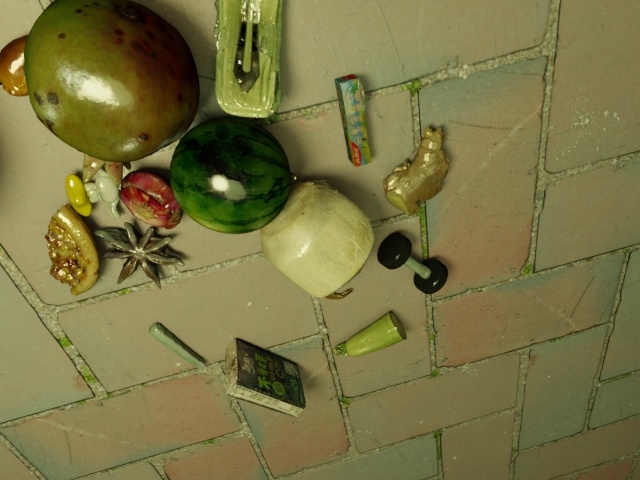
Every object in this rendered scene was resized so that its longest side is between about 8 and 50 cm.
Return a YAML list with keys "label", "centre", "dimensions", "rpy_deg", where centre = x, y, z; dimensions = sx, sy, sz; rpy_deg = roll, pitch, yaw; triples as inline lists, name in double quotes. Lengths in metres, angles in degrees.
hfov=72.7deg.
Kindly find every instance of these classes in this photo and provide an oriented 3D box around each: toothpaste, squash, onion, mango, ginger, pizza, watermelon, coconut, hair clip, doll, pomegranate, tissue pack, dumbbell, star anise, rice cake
- label: "toothpaste"
  centre: [0.076, -0.257, 0.958]
  dimensions: [0.044, 0.070, 0.193]
  rpy_deg: [-17, 123, -4]
- label: "squash"
  centre: [0.139, 0.297, 1.309]
  dimensions: [0.224, 0.094, 0.094]
  rpy_deg: [-27, 123, 12]
- label: "onion"
  centre: [-0.345, -0.107, 0.947]
  dimensions: [0.150, 0.140, 0.150]
  rpy_deg: [22, 148, 15]
- label: "mango"
  centre: [-0.534, -0.321, 0.788]
  dimensions: [0.077, 0.063, 0.127]
  rpy_deg: [39, 101, -24]
- label: "ginger"
  centre: [0.248, -0.164, 1.056]
  dimensions: [0.137, 0.074, 0.213]
  rpy_deg: [30, 104, -26]
- label: "pizza"
  centre: [-0.558, 0.035, 0.976]
  dimensions: [0.127, 0.058, 0.246]
  rpy_deg: [27, 123, 0]
- label: "watermelon"
  centre: [-0.178, -0.129, 0.881]
  dimensions: [0.242, 0.242, 0.242]
  rpy_deg: [-6, 122, -9]
- label: "coconut"
  centre: [0.000, 0.000, 0.998]
  dimensions: [0.245, 0.245, 0.247]
  rpy_deg: [-39, 122, 12]
- label: "hair clip"
  centre: [-0.132, -0.400, 0.819]
  dimensions: [0.138, 0.091, 0.321]
  rpy_deg: [5, 108, -6]
- label: "doll"
  centre: [-0.481, -0.112, 0.929]
  dimensions: [0.113, 0.071, 0.135]
  rpy_deg: [7, 115, -25]
- label: "pomegranate"
  centre: [-0.372, -0.263, 0.757]
  dimensions: [0.323, 0.291, 0.291]
  rpy_deg: [-23, 129, 38]
- label: "tissue pack"
  centre: [-0.157, 0.393, 1.240]
  dimensions: [0.235, 0.173, 0.073]
  rpy_deg: [30, 109, -27]
- label: "dumbbell"
  centre: [0.249, 0.063, 1.175]
  dimensions: [0.191, 0.100, 0.100]
  rpy_deg: [33, 109, -27]
- label: "star anise"
  centre: [-0.425, 0.032, 1.024]
  dimensions: [0.204, 0.061, 0.181]
  rpy_deg: [5, 115, -14]
- label: "rice cake"
  centre: [-0.395, 0.299, 1.213]
  dimensions: [0.033, 0.033, 0.208]
  rpy_deg: [-34, 122, 7]

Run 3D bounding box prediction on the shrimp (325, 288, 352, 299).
- label: "shrimp"
  centre: [0.055, 0.117, 1.208]
  dimensions: [0.091, 0.025, 0.127]
  rpy_deg: [14, 121, -20]
